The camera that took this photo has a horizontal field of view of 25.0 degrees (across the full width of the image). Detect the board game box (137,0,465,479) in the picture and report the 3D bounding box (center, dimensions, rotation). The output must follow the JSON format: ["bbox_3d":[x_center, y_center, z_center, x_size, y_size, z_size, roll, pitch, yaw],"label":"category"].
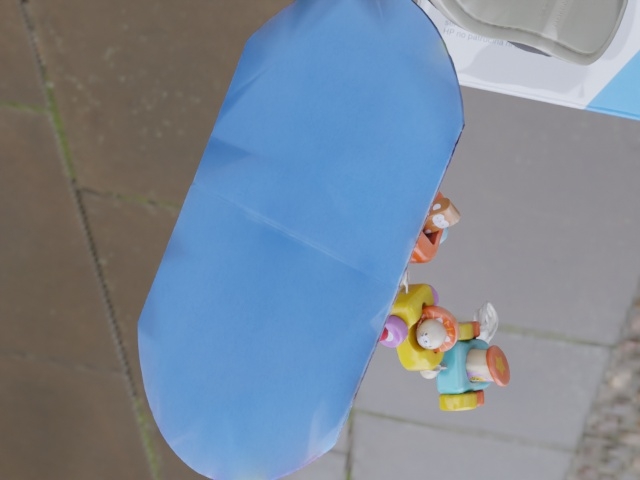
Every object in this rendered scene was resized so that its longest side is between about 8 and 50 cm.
[{"bbox_3d":[0.000,0.000,0.476,0.033,0.169,0.133,19,-176,-35],"label":"board game box"}]

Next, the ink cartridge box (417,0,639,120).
[{"bbox_3d":[0.194,-0.225,0.829,0.223,0.307,0.129,13,-171,12],"label":"ink cartridge box"}]

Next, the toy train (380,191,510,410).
[{"bbox_3d":[0.090,0.038,0.943,0.046,0.125,0.166,-4,139,34],"label":"toy train"}]

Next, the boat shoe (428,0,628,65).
[{"bbox_3d":[0.065,-0.125,0.609,0.065,0.075,0.206,28,-174,33],"label":"boat shoe"}]
